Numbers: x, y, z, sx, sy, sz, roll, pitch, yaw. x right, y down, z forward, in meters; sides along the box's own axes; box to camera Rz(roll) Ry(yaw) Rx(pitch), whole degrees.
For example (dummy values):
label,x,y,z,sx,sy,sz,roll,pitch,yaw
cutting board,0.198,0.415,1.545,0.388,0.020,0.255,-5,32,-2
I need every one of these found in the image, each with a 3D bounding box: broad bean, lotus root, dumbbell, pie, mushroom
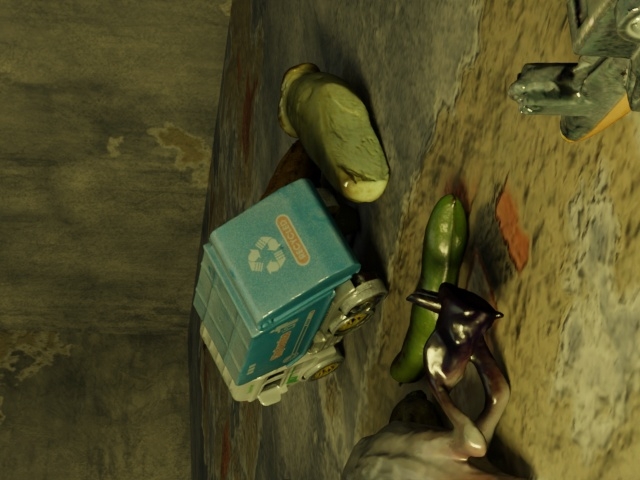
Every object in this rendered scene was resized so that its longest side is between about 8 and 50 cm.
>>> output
label,x,y,z,sx,sy,sz,roll,pitch,yaw
broad bean,0.096,0.060,0.913,0.069,0.039,0.227,-92,11,-49
lotus root,0.085,0.176,0.907,0.054,0.049,0.099,104,168,-48
dumbbell,0.016,0.008,1.290,0.052,0.046,0.118,-107,23,-46
pie,-0.055,-0.020,1.419,0.273,0.069,0.273,23,-90,-87
mushroom,0.015,-0.142,1.250,0.333,0.087,0.107,-123,33,-65

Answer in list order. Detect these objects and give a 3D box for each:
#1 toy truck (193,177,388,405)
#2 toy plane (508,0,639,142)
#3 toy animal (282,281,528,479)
label,x,y,z,sx,sy,sz,roll,pitch,yaw
toy truck,-0.044,0.068,1.174,0.146,0.175,0.367,61,157,21
toy plane,0.159,-0.117,0.498,0.316,0.103,0.204,125,145,-68
toy animal,0.073,0.183,0.814,0.324,0.090,0.195,-60,35,33
